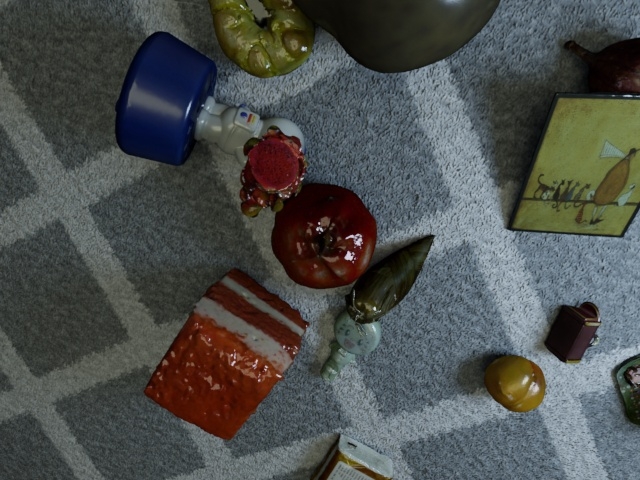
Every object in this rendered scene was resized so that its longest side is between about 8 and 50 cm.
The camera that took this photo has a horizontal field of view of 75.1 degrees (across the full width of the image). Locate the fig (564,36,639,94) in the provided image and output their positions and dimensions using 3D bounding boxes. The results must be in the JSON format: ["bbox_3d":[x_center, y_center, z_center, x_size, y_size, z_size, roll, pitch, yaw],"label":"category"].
[{"bbox_3d":[0.600,-0.327,0.810,0.202,0.148,0.149,40,142,-17],"label":"fig"}]

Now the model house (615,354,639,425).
[{"bbox_3d":[0.894,0.369,0.970,0.294,0.154,0.207,-21,103,15],"label":"model house"}]

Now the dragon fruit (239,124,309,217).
[{"bbox_3d":[-0.108,-0.125,0.856,0.133,0.150,0.207,34,122,2],"label":"dragon fruit"}]

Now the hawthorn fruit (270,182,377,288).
[{"bbox_3d":[0.000,0.000,0.921,0.254,0.300,0.254,2,104,6],"label":"hawthorn fruit"}]

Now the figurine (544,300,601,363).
[{"bbox_3d":[0.634,0.223,1.011,0.098,0.082,0.154,15,108,-10],"label":"figurine"}]

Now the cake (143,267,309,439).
[{"bbox_3d":[-0.222,0.275,1.024,0.270,0.319,0.269,35,107,-2],"label":"cake"}]

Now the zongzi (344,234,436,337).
[{"bbox_3d":[0.164,0.078,0.953,0.111,0.248,0.241,41,106,13],"label":"zongzi"}]

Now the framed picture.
[{"bbox_3d":[0.567,-0.141,0.869,0.256,0.014,0.338,4,132,7],"label":"framed picture"}]

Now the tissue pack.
[{"bbox_3d":[0.086,0.704,1.223,0.183,0.092,0.226,27,107,0],"label":"tissue pack"}]

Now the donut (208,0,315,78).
[{"bbox_3d":[-0.123,-0.483,0.889,0.209,0.128,0.261,-8,105,12],"label":"donut"}]

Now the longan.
[{"bbox_3d":[0.136,-0.503,0.733,0.405,0.336,0.404,1,104,6],"label":"longan"}]

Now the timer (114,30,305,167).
[{"bbox_3d":[-0.216,-0.252,0.931,0.384,0.270,0.270,21,109,-13],"label":"timer"}]

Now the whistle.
[{"bbox_3d":[0.076,0.277,1.115,0.126,0.067,0.258,34,113,11],"label":"whistle"}]

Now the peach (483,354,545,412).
[{"bbox_3d":[0.487,0.352,1.040,0.138,0.138,0.138,2,106,8],"label":"peach"}]
